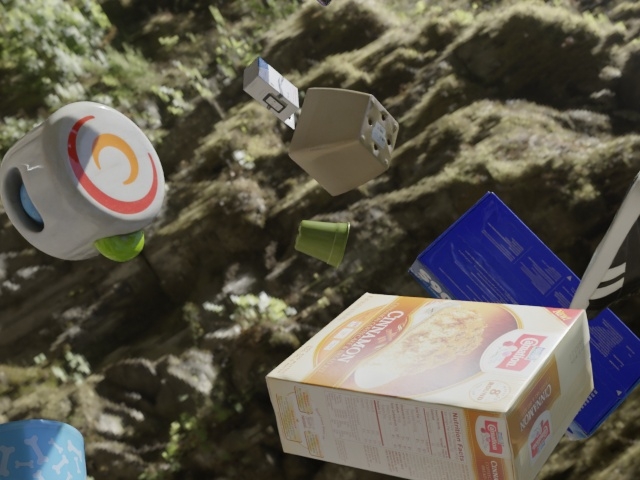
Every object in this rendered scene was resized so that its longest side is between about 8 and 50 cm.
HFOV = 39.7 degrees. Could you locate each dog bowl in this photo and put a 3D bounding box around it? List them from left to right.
[{"bbox_3d":[-0.339,0.259,0.767,0.074,0.297,0.166,58,-19,32],"label":"dog bowl"}]

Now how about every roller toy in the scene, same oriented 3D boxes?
[{"bbox_3d":[-0.323,-0.078,1.196,0.191,0.146,0.209,36,43,-35],"label":"roller toy"}]

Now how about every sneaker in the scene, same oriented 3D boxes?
[{"bbox_3d":[0.347,0.034,0.927,0.121,0.079,0.217,27,-39,14],"label":"sneaker"}]

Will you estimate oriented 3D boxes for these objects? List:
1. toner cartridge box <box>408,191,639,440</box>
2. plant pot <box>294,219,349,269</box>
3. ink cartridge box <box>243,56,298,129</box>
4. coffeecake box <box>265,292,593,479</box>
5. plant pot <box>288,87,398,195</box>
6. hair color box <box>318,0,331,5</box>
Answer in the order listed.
[{"bbox_3d":[0.310,0.110,1.312,0.348,0.165,0.075,47,-15,9],"label":"toner cartridge box"},{"bbox_3d":[0.000,0.000,1.487,0.079,0.083,0.083,14,-7,-6],"label":"plant pot"},{"bbox_3d":[-0.053,-0.177,1.070,0.083,0.028,0.048,36,29,-29],"label":"ink cartridge box"},{"bbox_3d":[0.080,0.102,0.634,0.185,0.142,0.068,2,-67,36],"label":"coffeecake box"},{"bbox_3d":[0.039,-0.135,1.157,0.096,0.109,0.109,-6,-32,37],"label":"plant pot"},{"bbox_3d":[-0.034,-0.457,1.182,0.110,0.185,0.339,32,11,-38],"label":"hair color box"}]
